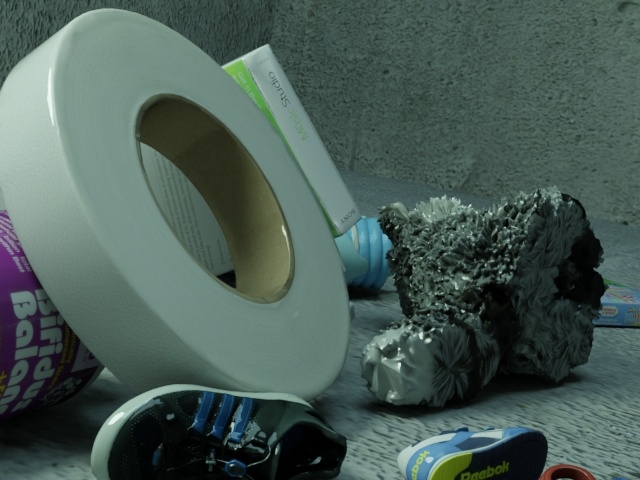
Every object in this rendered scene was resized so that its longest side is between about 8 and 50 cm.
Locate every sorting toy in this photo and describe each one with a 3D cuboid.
[{"bbox_3d":[0.203,0.202,0.873,0.061,0.042,0.102,-17,33,-33],"label":"sorting toy"}]

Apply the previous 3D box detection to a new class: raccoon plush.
[{"bbox_3d":[0.109,0.043,1.354,0.299,0.216,0.446,4,4,42],"label":"raccoon plush"}]

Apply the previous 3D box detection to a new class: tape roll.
[{"bbox_3d":[-0.113,-0.021,1.053,0.072,0.392,0.392,-31,-9,24],"label":"tape roll"}]

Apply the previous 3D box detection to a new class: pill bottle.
[{"bbox_3d":[-0.267,0.061,0.957,0.169,0.169,0.301,11,10,25],"label":"pill bottle"}]

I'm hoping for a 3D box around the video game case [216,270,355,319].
[{"bbox_3d":[-0.098,0.079,1.244,0.201,0.023,0.183,19,34,40],"label":"video game case"}]

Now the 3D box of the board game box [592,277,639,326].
[{"bbox_3d":[0.412,0.088,1.807,0.160,0.039,0.211,4,10,-24],"label":"board game box"}]

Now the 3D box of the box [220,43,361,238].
[{"bbox_3d":[-0.127,-0.078,1.455,0.322,0.232,0.058,-16,18,44],"label":"box"}]

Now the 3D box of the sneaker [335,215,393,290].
[{"bbox_3d":[0.000,0.000,1.778,0.208,0.127,0.319,1,19,-24],"label":"sneaker"}]

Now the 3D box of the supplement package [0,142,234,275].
[{"bbox_3d":[-0.238,-0.030,1.281,0.292,0.178,0.175,-19,18,-23],"label":"supplement package"}]

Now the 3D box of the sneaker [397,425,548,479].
[{"bbox_3d":[0.122,0.171,0.946,0.144,0.053,0.059,2,8,-40],"label":"sneaker"}]

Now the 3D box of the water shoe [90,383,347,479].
[{"bbox_3d":[-0.066,0.147,0.875,0.203,0.073,0.080,-2,16,-41],"label":"water shoe"}]
